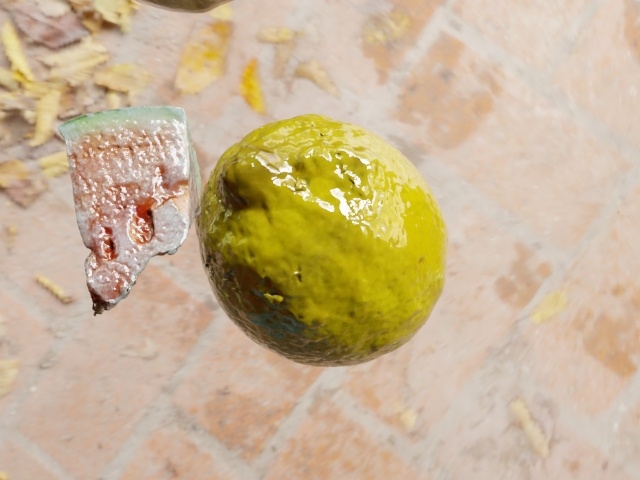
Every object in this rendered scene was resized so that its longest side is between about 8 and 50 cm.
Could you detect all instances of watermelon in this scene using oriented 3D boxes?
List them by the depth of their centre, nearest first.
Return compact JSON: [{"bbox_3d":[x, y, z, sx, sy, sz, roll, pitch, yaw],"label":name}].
[{"bbox_3d":[-0.136,-0.036,0.979,0.098,0.158,0.121,-16,110,12],"label":"watermelon"}]

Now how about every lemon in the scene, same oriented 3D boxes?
[{"bbox_3d":[0.000,0.000,1.342,0.245,0.320,0.245,-13,59,23],"label":"lemon"}]

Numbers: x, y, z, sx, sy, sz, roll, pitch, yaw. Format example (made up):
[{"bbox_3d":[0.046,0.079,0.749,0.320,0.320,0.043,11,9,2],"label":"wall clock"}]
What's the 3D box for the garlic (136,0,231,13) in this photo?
[{"bbox_3d":[-0.180,-0.353,1.467,0.196,0.151,0.338,-38,64,12],"label":"garlic"}]
